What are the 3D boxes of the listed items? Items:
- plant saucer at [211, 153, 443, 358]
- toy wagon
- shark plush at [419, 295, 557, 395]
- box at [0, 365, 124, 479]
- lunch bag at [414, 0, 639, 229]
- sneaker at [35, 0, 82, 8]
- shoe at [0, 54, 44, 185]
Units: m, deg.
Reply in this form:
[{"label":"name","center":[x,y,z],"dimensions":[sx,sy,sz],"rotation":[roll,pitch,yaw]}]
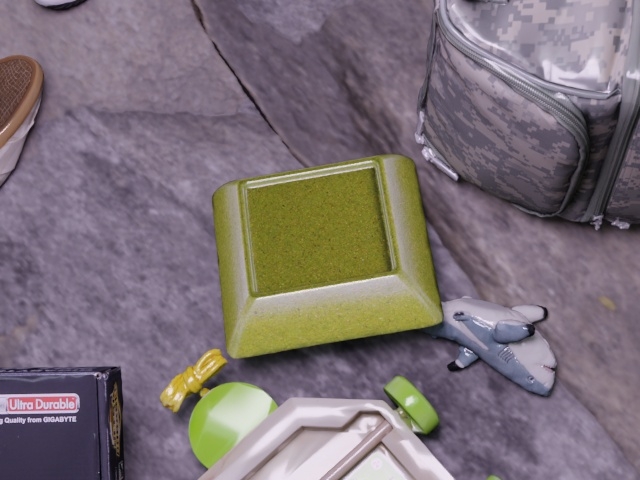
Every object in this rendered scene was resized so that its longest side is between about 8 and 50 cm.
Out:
[{"label":"plant saucer","center":[0.000,0.000,1.516],"dimensions":[0.188,0.045,0.188],"rotation":[-10,52,2]},{"label":"toy wagon","center":[0.001,0.235,1.472],"dimensions":[0.267,0.068,0.344],"rotation":[-41,74,-7]},{"label":"shark plush","center":[0.126,0.087,1.511],"dimensions":[0.161,0.073,0.067],"rotation":[10,105,3]},{"label":"box","center":[-0.306,0.251,1.421],"dimensions":[0.295,0.073,0.293],"rotation":[-1,92,6]},{"label":"lunch bag","center":[0.211,-0.143,1.443],"dimensions":[0.256,0.305,0.213],"rotation":[8,72,4]},{"label":"sneaker","center":[-0.207,-0.311,1.636],"dimensions":[0.080,0.081,0.211],"rotation":[35,81,12]},{"label":"shoe","center":[-0.325,-0.075,1.597],"dimensions":[0.076,0.058,0.219],"rotation":[29,76,23]}]
